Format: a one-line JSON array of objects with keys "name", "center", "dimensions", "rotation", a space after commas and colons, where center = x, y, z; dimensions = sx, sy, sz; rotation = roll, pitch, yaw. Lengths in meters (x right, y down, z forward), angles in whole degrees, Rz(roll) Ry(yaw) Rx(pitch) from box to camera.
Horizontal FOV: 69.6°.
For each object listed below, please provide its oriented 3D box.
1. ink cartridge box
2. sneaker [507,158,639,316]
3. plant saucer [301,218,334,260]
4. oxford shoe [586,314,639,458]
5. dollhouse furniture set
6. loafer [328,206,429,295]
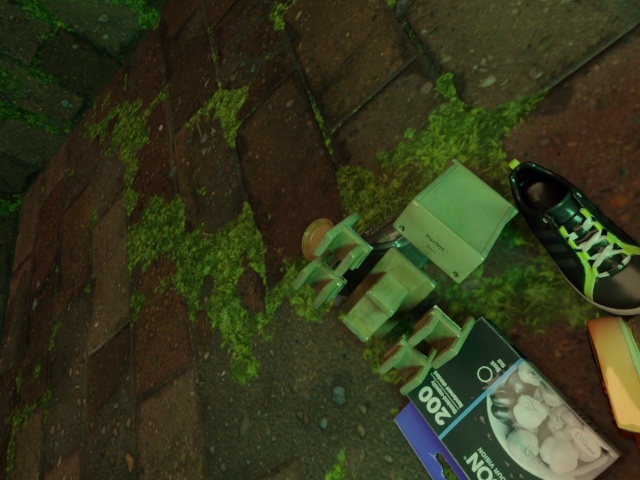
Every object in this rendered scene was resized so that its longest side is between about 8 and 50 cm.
[{"name": "ink cartridge box", "center": [0.203, 0.239, 0.567], "dimensions": [0.208, 0.045, 0.206], "rotation": [-52, 47, 15]}, {"name": "sneaker", "center": [0.295, -0.010, 0.546], "dimensions": [0.084, 0.097, 0.235], "rotation": [-45, 48, 20]}, {"name": "plant saucer", "center": [0.000, 0.000, 0.870], "dimensions": [0.083, 0.015, 0.084], "rotation": [-19, 60, 36]}, {"name": "oxford shoe", "center": [0.348, 0.232, 0.383], "dimensions": [0.132, 0.130, 0.364], "rotation": [-17, 65, 24]}, {"name": "dollhouse furniture set", "center": [0.123, 0.034, 0.614], "dimensions": [0.212, 0.161, 0.242], "rotation": [42, 130, 9]}, {"name": "loafer", "center": [0.125, 0.000, 0.719], "dimensions": [0.267, 0.096, 0.084], "rotation": [-29, 36, 22]}]
